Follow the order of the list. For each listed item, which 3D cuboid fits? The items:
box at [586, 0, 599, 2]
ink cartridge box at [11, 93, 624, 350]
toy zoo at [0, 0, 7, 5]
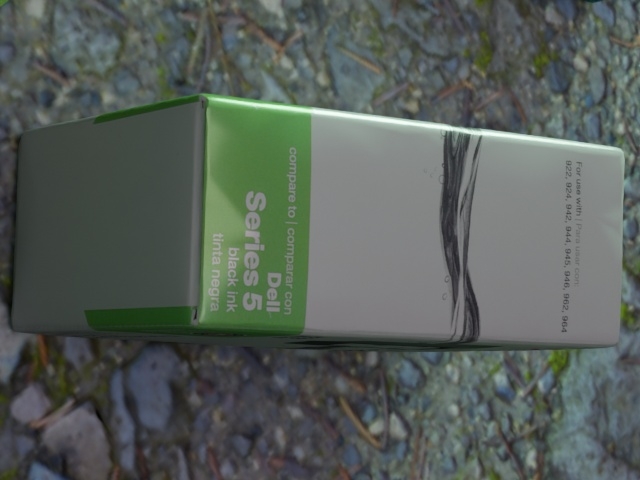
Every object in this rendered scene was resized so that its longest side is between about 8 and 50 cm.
[{"bbox_3d":[0.107,-0.224,1.160,0.244,0.060,0.101,6,83,-35],"label":"box"},{"bbox_3d":[0.000,0.000,0.983,0.273,0.198,0.115,5,84,-35],"label":"ink cartridge box"},{"bbox_3d":[-0.276,-0.145,0.900,0.293,0.030,0.192,-45,112,-29],"label":"toy zoo"}]
